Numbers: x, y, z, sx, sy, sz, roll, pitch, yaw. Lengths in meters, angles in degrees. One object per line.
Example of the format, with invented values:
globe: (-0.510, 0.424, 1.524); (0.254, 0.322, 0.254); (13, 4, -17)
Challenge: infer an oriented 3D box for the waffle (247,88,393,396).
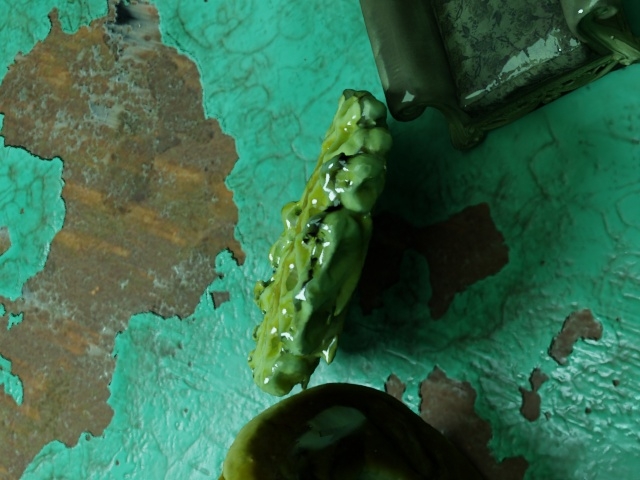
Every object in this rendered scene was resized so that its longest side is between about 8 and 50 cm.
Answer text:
waffle: (0.000, 0.000, 1.521); (0.297, 0.073, 0.317); (-98, 27, -74)

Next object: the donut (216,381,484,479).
donut: (0.032, 0.289, 1.380); (0.160, 0.330, 0.330); (-51, 54, 29)

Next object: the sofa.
sofa: (0.165, -0.235, 1.479); (0.258, 0.182, 0.200); (-25, 66, 28)
